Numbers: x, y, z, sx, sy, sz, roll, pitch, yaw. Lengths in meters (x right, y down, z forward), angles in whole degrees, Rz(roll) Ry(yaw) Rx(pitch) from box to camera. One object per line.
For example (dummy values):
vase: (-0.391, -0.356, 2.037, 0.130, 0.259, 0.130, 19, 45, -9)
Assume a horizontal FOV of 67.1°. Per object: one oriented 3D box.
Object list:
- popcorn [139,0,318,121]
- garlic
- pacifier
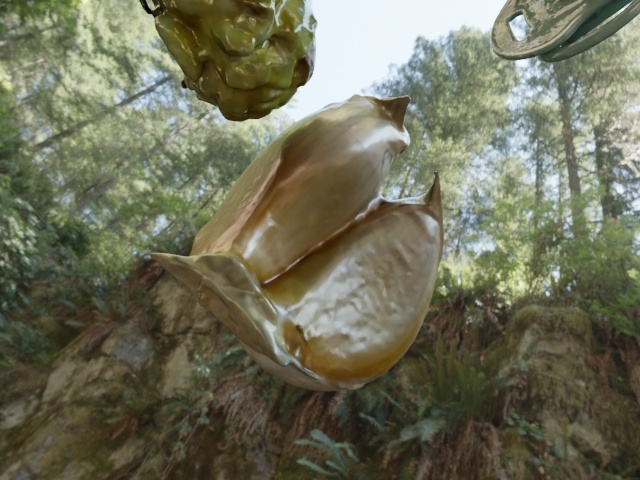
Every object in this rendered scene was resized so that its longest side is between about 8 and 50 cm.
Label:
popcorn: (-0.090, -0.240, 0.503, 0.169, 0.189, 0.218, -10, -88, -2)
garlic: (0.000, 0.000, 0.547, 0.286, 0.313, 0.250, 32, -32, 18)
pacifier: (0.186, -0.207, 0.365, 0.116, 0.127, 0.150, 32, -43, -34)
